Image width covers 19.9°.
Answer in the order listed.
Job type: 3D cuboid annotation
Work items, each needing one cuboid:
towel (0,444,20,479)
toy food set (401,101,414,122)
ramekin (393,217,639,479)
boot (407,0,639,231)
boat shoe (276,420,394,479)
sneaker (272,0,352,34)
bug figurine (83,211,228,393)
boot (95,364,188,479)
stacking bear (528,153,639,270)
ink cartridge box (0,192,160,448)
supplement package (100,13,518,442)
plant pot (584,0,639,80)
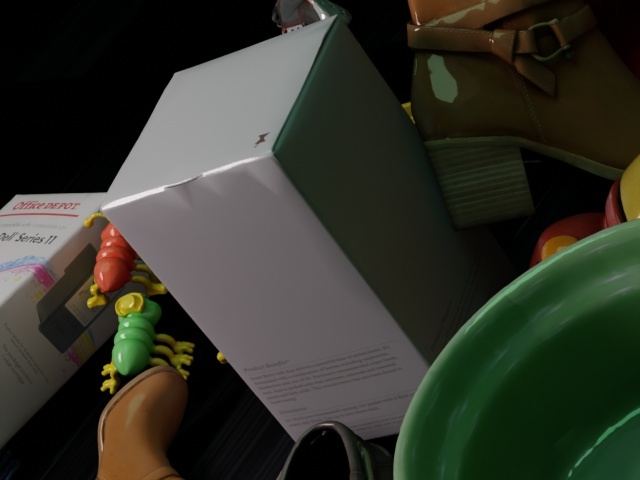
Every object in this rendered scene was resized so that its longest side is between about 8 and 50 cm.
[{"bbox_3d":[-0.352,0.231,1.801,0.119,0.029,0.067,-4,44,46],"label":"towel"},{"bbox_3d":[0.070,-0.086,1.765,0.218,0.071,0.128,-13,12,35],"label":"toy food set"},{"bbox_3d":[0.212,0.137,1.169,0.303,0.148,0.303,-28,29,18],"label":"ramekin"},{"bbox_3d":[0.209,-0.140,1.454,0.283,0.220,0.109,-12,0,1],"label":"boot"},{"bbox_3d":[-0.015,0.270,1.248,0.132,0.130,0.355,-23,31,26],"label":"boat shoe"},{"bbox_3d":[-0.014,-0.256,2.135,0.065,0.061,0.158,-63,26,9],"label":"sneaker"},{"bbox_3d":[-0.110,0.033,1.705,0.279,0.072,0.216,-13,45,17],"label":"bug figurine"},{"bbox_3d":[-0.141,0.202,1.564,0.152,0.073,0.197,8,62,54],"label":"boot"},{"bbox_3d":[0.274,-0.013,1.319,0.289,0.164,0.175,-34,64,29],"label":"stacking bear"},{"bbox_3d":[-0.303,0.058,1.881,0.207,0.119,0.353,0,40,51],"label":"ink cartridge box"},{"bbox_3d":[0.000,0.000,1.463,0.177,0.293,0.175,-15,36,35],"label":"supplement package"},{"bbox_3d":[0.233,-0.188,1.592,0.191,0.191,0.174,-34,25,7],"label":"plant pot"}]
